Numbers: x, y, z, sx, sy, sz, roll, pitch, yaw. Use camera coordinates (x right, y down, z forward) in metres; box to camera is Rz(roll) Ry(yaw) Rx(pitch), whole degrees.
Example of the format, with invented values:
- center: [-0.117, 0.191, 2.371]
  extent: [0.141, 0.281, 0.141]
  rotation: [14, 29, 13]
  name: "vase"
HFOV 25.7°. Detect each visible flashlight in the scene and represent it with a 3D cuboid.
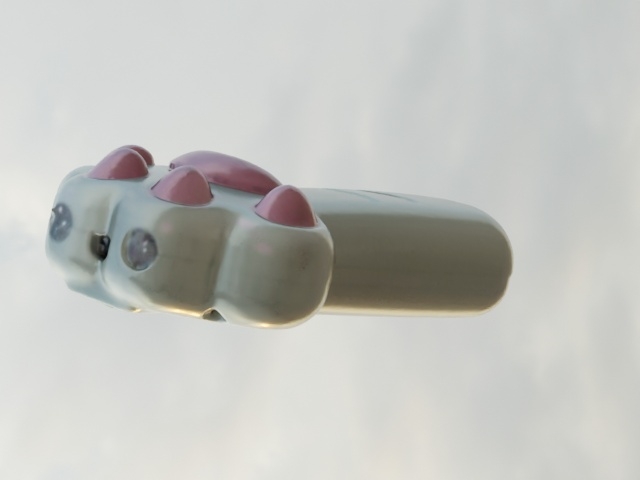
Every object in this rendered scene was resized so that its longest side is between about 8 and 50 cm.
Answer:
- center: [0.000, 0.000, 0.453]
  extent: [0.200, 0.093, 0.047]
  rotation: [4, -80, -53]
  name: "flashlight"
